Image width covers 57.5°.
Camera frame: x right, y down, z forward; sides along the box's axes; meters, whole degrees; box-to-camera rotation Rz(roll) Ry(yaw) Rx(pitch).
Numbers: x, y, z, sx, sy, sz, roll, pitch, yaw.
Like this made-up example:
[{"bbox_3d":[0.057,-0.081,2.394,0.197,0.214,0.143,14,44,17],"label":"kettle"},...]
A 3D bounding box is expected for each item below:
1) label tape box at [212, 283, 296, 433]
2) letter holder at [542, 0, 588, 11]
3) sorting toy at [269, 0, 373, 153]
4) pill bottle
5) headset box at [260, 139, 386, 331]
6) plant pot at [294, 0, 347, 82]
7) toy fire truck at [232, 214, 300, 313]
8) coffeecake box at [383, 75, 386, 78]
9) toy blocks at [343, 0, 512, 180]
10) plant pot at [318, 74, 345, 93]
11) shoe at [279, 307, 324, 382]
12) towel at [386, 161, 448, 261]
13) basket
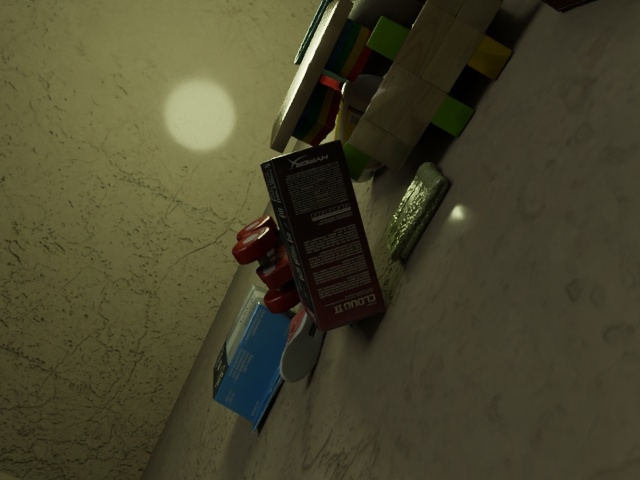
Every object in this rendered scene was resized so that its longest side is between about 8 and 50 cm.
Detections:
[{"bbox_3d":[-0.157,0.262,1.382,0.249,0.115,0.347,-65,10,2],"label":"label tape box"},{"bbox_3d":[0.220,-0.399,0.604,0.152,0.301,0.214,-63,12,8],"label":"letter holder"},{"bbox_3d":[0.006,-0.282,1.036,0.257,0.089,0.255,-62,12,16],"label":"sorting toy"},{"bbox_3d":[0.089,-0.225,1.212,0.215,0.117,0.117,100,-176,-48],"label":"pill bottle"},{"bbox_3d":[0.000,0.000,0.935,0.218,0.110,0.293,-152,46,-79],"label":"headset box"},{"bbox_3d":[0.107,-0.509,1.457,0.272,0.255,0.272,-60,13,24],"label":"plant pot"},{"bbox_3d":[-0.045,0.009,1.313,0.254,0.169,0.302,-30,15,4],"label":"toy fire truck"},{"bbox_3d":[0.209,-0.413,1.267,0.142,0.068,0.185,-67,12,-12],"label":"coffeecake box"},{"bbox_3d":[0.174,-0.291,0.988,0.381,0.190,0.261,-60,1,24],"label":"toy blocks"},{"bbox_3d":[0.041,-0.579,2.118,0.191,0.174,0.191,-58,12,20],"label":"plant pot"},{"bbox_3d":[-0.035,0.194,1.112,0.178,0.063,0.081,-65,9,-30],"label":"shoe"},{"bbox_3d":[0.143,-0.045,0.897,0.148,0.027,0.110,-61,13,18],"label":"towel"},{"bbox_3d":[0.137,-0.443,1.129,0.227,0.154,0.204,-27,45,63],"label":"basket"}]
